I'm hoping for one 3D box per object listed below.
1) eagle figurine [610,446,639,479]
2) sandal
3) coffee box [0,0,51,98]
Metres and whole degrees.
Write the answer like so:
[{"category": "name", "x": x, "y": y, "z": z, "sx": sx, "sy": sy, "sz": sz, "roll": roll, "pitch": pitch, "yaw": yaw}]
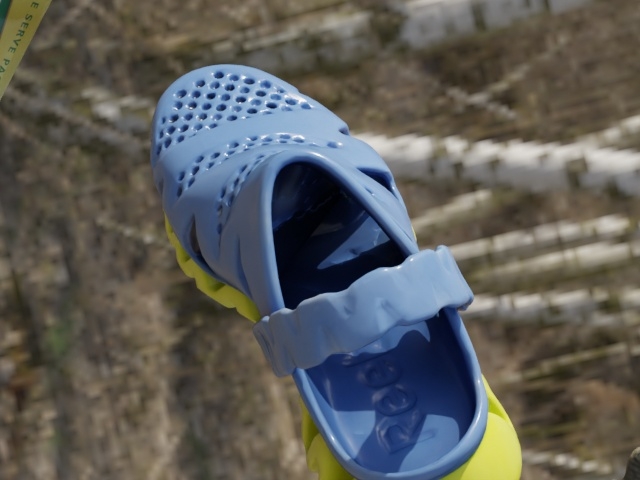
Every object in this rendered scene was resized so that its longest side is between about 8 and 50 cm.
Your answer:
[{"category": "eagle figurine", "x": 0.251, "y": 0.252, "z": 0.956, "sx": 0.298, "sy": 0.226, "sz": 0.225, "roll": 51, "pitch": 26, "yaw": -14}, {"category": "sandal", "x": 0.000, "y": 0.000, "z": 0.966, "sx": 0.317, "sy": 0.126, "sz": 0.138, "roll": 53, "pitch": -15, "yaw": 42}, {"category": "coffee box", "x": -0.191, "y": -0.115, "z": 0.770, "sx": 0.184, "sy": 0.113, "sz": 0.040, "roll": 18, "pitch": 17, "yaw": -44}]
